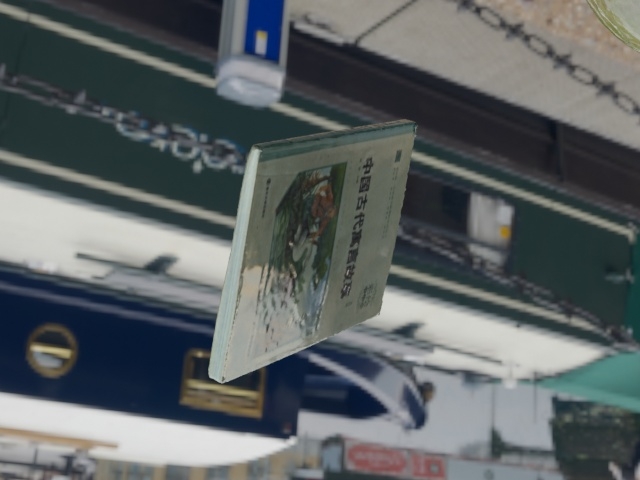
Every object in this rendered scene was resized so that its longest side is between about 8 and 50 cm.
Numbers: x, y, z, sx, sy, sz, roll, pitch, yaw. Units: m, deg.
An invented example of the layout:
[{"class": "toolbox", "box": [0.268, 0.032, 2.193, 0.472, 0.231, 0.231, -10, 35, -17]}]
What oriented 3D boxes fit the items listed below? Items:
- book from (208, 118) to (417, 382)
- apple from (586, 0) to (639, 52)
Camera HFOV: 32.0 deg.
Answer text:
[{"class": "book", "box": [0.000, 0.000, 1.015, 0.025, 0.215, 0.282, 20, -159, 27]}, {"class": "apple", "box": [0.428, -0.344, 1.233, 0.319, 0.319, 0.277, -13, 180, 41]}]
